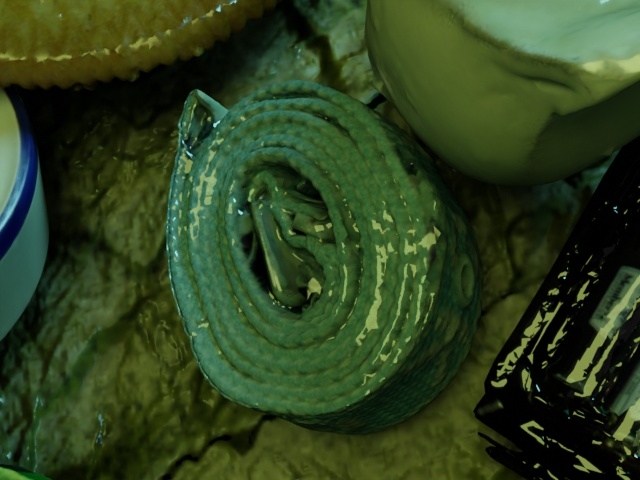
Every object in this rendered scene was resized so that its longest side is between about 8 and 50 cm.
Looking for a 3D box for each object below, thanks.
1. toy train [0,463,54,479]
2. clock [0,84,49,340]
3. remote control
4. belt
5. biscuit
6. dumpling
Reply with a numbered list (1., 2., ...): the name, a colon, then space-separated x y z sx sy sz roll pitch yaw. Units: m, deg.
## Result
1. toy train: -0.179 0.215 0.438 0.202 0.120 0.301 19 77 7
2. clock: -0.260 -0.014 0.530 0.230 0.083 0.230 3 49 -3
3. remote control: 0.213 -0.055 0.460 0.144 0.062 0.399 29 82 24
4. belt: 0.002 0.008 0.490 0.147 0.082 0.163 -3 74 27
5. biscuit: -0.132 -0.202 0.593 0.305 0.038 0.305 -2 59 4
6. dumpling: 0.111 -0.104 0.428 0.179 0.252 0.131 -28 99 -4
